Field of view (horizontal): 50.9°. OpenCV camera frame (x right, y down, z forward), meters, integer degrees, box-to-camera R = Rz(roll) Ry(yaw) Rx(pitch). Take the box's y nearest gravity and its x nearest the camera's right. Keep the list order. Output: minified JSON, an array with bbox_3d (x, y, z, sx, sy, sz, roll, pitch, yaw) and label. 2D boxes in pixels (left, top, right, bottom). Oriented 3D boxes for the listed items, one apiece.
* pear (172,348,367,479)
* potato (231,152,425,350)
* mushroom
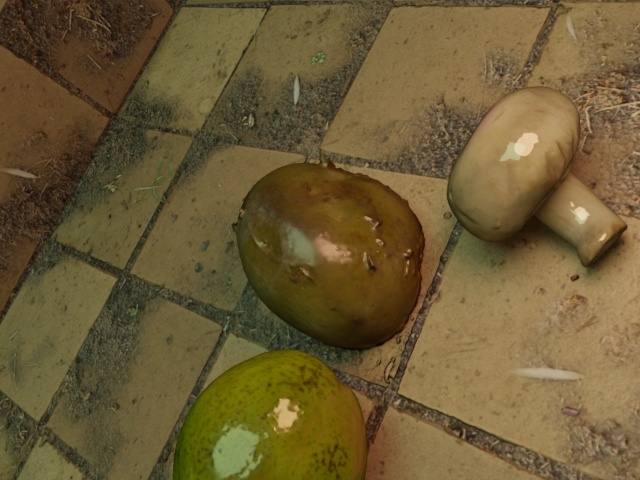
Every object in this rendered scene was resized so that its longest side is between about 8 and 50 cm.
[{"bbox_3d":[-0.084,0.391,1.266,0.391,0.391,0.391,-17,56,28],"label":"pear"},{"bbox_3d":[0.000,0.000,1.460,0.385,0.319,0.442,-51,50,2],"label":"potato"},{"bbox_3d":[0.372,-0.115,1.268,0.315,0.315,0.356,-23,54,24],"label":"mushroom"}]
